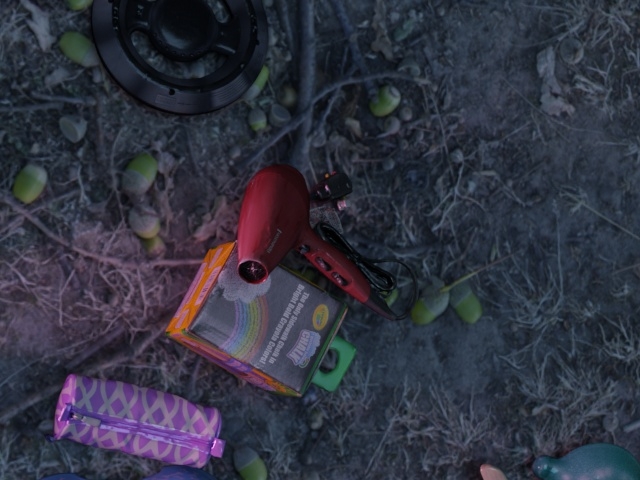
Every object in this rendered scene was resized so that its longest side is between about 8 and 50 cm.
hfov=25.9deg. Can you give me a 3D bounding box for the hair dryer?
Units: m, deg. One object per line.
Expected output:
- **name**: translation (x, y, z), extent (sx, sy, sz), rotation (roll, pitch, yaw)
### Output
- **hair dryer**: translation (0.000, 0.000, 1.676), extent (0.293, 0.080, 0.223), rotation (-9, 57, -49)

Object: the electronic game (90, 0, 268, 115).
- **electronic game**: translation (-0.175, -0.269, 1.755), extent (0.229, 0.048, 0.229), rotation (5, 76, -20)

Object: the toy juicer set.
- **toy juicer set**: translation (0.369, 0.370, 1.874), extent (0.329, 0.089, 0.209), rotation (-4, 108, -6)

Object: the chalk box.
- **chalk box**: translation (-0.060, 0.110, 1.722), extent (0.213, 0.132, 0.132), rotation (32, 76, -14)

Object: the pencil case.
- **pencil case**: translation (-0.222, 0.219, 1.684), extent (0.206, 0.088, 0.086), rotation (13, 84, -17)

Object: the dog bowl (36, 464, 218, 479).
- **dog bowl**: translation (-0.234, 0.361, 1.677), extent (0.297, 0.074, 0.166), rotation (-1, 86, -18)
